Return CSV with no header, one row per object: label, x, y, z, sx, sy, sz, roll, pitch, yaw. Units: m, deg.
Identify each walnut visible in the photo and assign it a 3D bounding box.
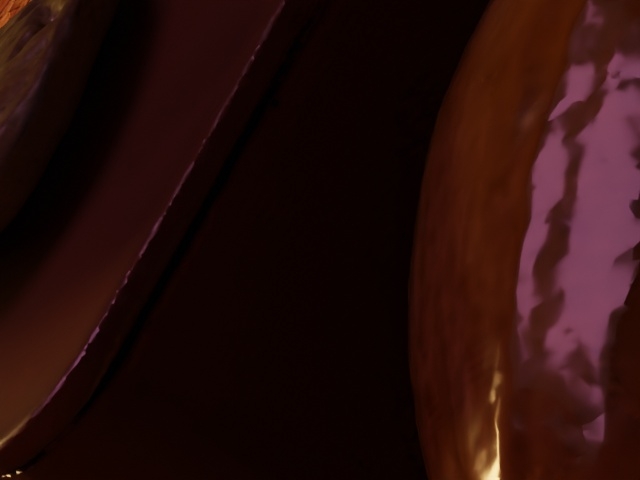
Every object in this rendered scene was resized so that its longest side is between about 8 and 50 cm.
walnut,0.119,0.018,0.501,0.209,0.209,0.336,-17,44,52

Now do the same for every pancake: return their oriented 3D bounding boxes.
pancake,-0.158,-0.033,0.696,0.242,0.050,0.242,-36,25,20

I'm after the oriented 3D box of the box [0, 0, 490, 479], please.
box,0.000,0.000,0.695,0.239,0.229,0.339,-10,48,56
